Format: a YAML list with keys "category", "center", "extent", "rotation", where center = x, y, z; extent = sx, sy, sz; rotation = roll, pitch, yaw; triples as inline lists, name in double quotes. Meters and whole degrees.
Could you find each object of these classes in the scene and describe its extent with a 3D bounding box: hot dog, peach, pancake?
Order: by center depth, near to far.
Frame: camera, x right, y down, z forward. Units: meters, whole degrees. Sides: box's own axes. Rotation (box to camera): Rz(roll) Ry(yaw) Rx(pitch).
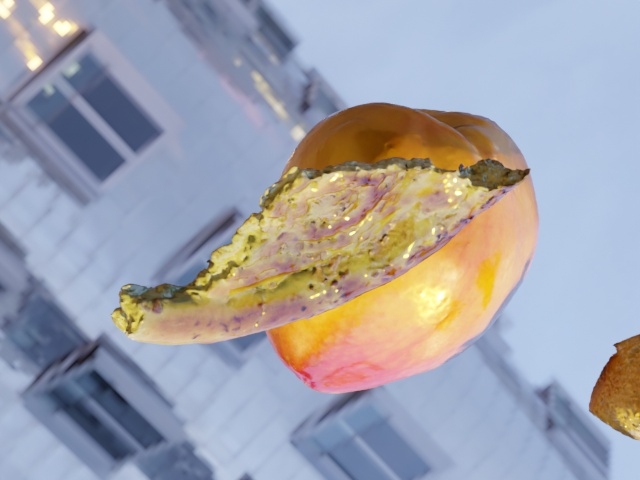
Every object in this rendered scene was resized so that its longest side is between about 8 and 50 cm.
- category: "pancake"
  center: [0.002, 0.004, 1.371]
  extent: [0.376, 0.197, 0.054]
  rotation: [-26, -125, -1]
- category: "hot dog"
  center: [0.380, 0.142, 1.595]
  extent: [0.261, 0.093, 0.123]
  rotation: [-8, -109, 59]
- category: "peach"
  center: [0.074, 0.009, 1.685]
  extent: [0.289, 0.289, 0.308]
  rotation: [-138, -120, -69]
